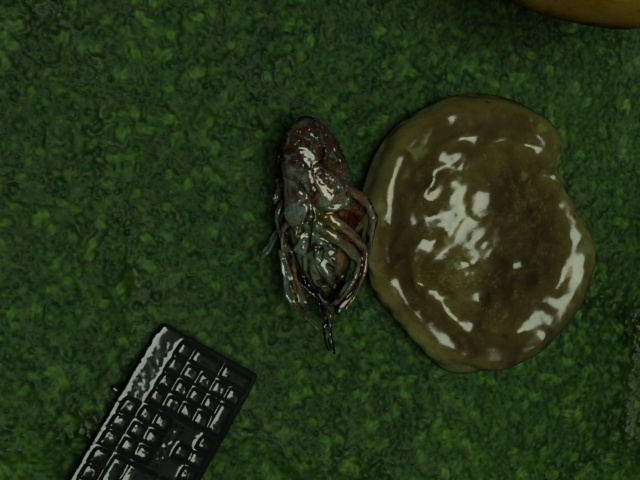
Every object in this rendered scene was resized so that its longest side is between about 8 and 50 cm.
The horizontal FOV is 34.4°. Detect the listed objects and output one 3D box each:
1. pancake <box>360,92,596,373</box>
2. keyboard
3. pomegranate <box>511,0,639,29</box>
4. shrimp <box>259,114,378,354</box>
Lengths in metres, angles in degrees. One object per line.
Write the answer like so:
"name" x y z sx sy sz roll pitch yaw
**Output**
"pancake" 0.136 -0.004 0.862 0.222 0.042 0.236 -8 100 -22
"keyboard" -0.164 0.215 0.785 0.101 0.018 0.310 33 84 -22
"pomegranate" 0.209 -0.279 0.742 0.264 0.264 0.264 -3 98 -21
"shrimp" 0.000 0.000 0.797 0.073 0.074 0.190 -24 119 -50
